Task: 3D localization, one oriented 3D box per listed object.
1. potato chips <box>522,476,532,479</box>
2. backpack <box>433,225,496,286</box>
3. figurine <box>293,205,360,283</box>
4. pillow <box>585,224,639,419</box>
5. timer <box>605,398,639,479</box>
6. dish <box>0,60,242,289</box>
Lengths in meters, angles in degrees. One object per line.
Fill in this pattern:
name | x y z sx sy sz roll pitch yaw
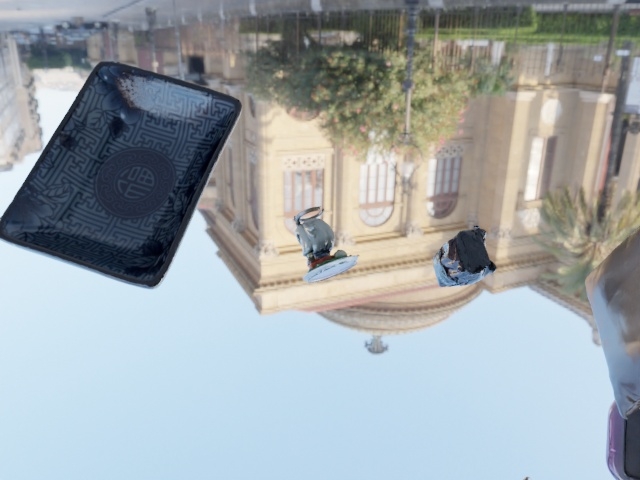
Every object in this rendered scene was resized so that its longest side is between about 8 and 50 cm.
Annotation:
potato chips | 0.456 0.607 1.256 0.049 0.150 0.202 -18 176 23
backpack | 0.321 0.051 1.320 0.106 0.165 0.119 -4 -115 -23
figurine | 0.000 0.000 1.234 0.132 0.153 0.132 -21 167 -5
pillow | 0.562 0.093 0.944 0.109 0.305 0.307 16 -133 -5
timer | 0.710 0.428 1.197 0.191 0.208 0.069 3 -177 29
dish | -0.207 -0.067 0.632 0.182 0.080 0.243 18 -114 5
